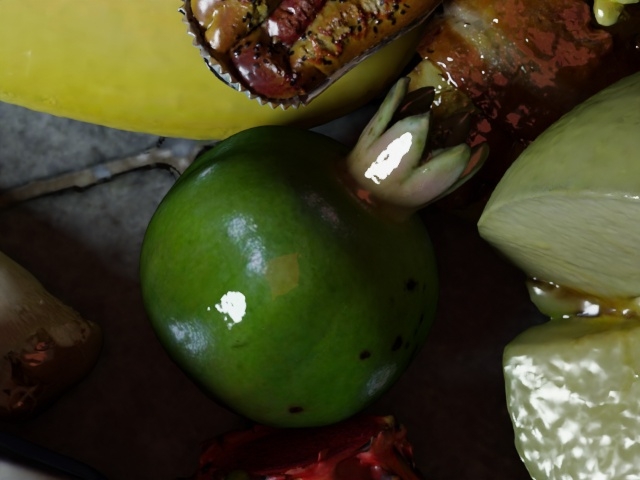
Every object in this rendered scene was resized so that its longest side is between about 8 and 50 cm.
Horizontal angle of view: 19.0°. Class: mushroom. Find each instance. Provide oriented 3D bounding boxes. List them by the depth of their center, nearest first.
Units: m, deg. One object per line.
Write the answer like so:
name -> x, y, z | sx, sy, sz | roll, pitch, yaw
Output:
mushroom -> -0.234, 0.029, 1.205 | 0.209, 0.071, 0.084 | 38, 116, 8

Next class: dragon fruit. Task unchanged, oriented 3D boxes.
dragon fruit -> 0.015, 0.173, 1.143 | 0.208, 0.133, 0.150 | 37, 127, 7

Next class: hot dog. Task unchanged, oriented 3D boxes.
hot dog -> 0.010, -0.157, 1.129 | 0.191, 0.059, 0.108 | -40, 96, -8
hot dog -> 0.131, -0.107, 1.178 | 0.146, 0.103, 0.213 | 31, 89, -15

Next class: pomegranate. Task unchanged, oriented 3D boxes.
pomegranate -> 0.002, 0.001, 1.124 | 0.187, 0.187, 0.225 | 45, 113, 6

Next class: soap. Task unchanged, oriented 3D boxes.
soap -> -0.124, -0.223, 1.198 | 0.427, 0.115, 0.306 | 10, 81, -3

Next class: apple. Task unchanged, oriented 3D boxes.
apple -> 0.241, 0.029, 1.088 | 0.233, 0.258, 0.295 | -34, 114, -34

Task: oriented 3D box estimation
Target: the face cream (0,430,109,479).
face cream -> -0.239, 0.206, 1.096 | 0.249, 0.249, 0.225 | 20, 83, 4

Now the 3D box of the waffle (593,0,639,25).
waffle -> 0.236, -0.221, 1.155 | 0.301, 0.058, 0.281 | -10, 56, -16
